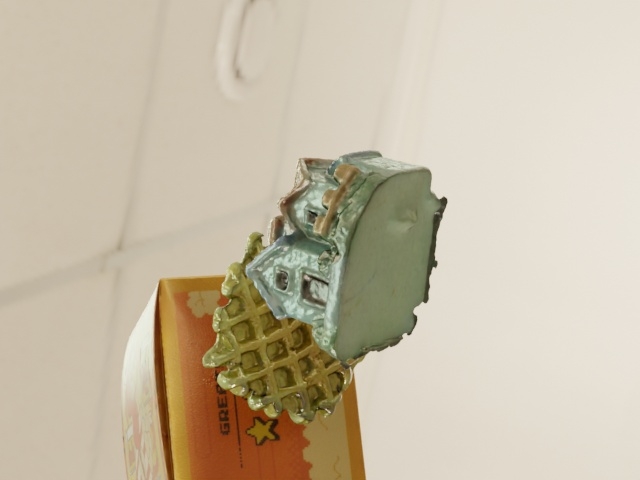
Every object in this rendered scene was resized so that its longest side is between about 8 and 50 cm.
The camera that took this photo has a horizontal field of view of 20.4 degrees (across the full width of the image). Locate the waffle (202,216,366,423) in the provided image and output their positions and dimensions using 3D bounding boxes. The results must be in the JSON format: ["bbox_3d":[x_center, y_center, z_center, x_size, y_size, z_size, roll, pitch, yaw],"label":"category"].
[{"bbox_3d":[-0.024,0.076,1.669,0.169,0.036,0.183,33,-106,-26],"label":"waffle"}]

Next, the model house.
[{"bbox_3d":[0.000,0.000,1.358,0.119,0.148,0.148,-16,-64,-48],"label":"model house"}]

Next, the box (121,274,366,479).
[{"bbox_3d":[-0.089,0.188,1.875,0.283,0.213,0.260,126,141,-70],"label":"box"}]
